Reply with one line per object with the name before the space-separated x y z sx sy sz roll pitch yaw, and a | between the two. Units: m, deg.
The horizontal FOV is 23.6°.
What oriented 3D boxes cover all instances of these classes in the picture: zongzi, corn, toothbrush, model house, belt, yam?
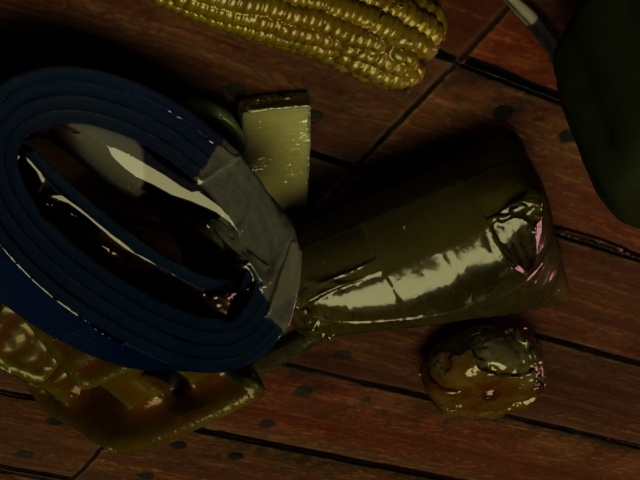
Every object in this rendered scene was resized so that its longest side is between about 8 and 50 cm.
zongzi | 0.114 0.048 1.540 0.273 0.145 0.300 -24 146 3
corn | -0.028 -0.198 1.234 0.291 0.101 0.101 15 137 -25
toothbrush | 0.197 -0.186 1.360 0.026 0.024 0.288 -37 137 11
model house | -0.232 0.095 1.510 0.268 0.173 0.239 -26 142 16
belt | -0.177 -0.017 1.318 0.347 0.212 0.117 35 156 -31
yam | -0.067 0.139 1.739 0.234 0.029 0.027 -28 113 26

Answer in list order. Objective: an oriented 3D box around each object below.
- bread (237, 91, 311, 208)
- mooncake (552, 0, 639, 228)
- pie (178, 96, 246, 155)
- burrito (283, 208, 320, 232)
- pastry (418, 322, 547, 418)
bread | -0.044 -0.081 1.439 0.068 0.028 0.154 -6 143 -5
mooncake | 0.362 -0.150 1.268 0.351 0.187 0.351 -18 161 -7
pie | -0.106 -0.099 1.390 0.085 0.017 0.085 11 145 8
burrito | -0.001 -0.001 1.548 0.171 0.042 0.051 8 123 -30
pastry | 0.189 0.152 1.769 0.153 0.081 0.153 -5 154 -3
